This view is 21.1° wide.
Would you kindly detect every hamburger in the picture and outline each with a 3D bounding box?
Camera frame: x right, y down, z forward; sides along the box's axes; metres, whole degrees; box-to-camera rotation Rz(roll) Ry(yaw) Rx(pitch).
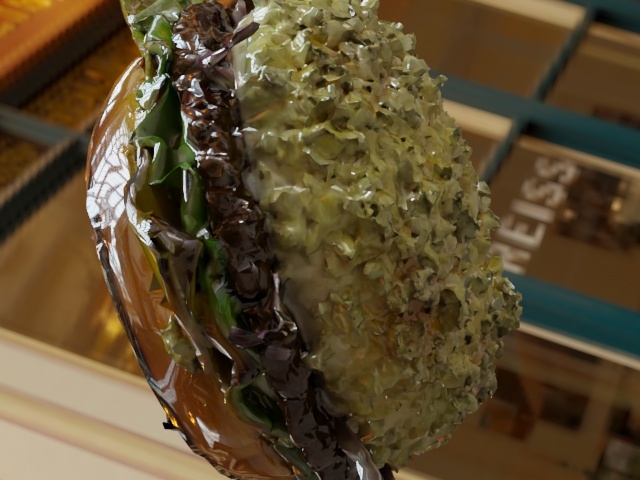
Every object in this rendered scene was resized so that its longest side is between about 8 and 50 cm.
[{"bbox_3d":[0.000,0.000,0.724,0.243,0.139,0.261,58,-160,-44],"label":"hamburger"}]
